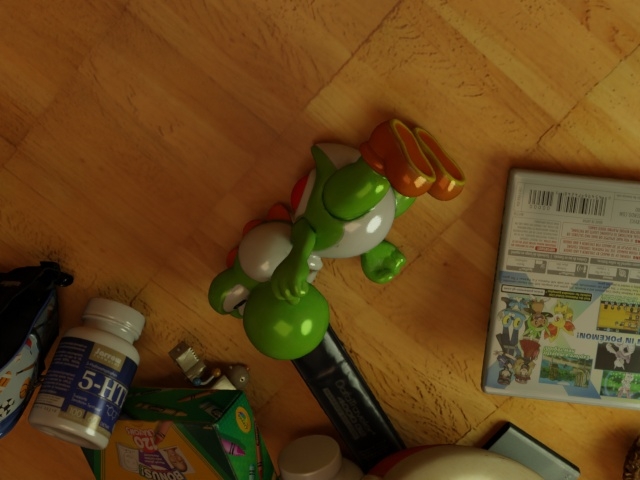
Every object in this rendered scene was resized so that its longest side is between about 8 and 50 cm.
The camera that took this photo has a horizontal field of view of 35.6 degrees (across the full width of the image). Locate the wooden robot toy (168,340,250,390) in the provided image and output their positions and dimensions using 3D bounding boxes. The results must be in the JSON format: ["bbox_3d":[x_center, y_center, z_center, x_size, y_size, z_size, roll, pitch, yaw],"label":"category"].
[{"bbox_3d":[-0.141,0.200,1.434,0.079,0.076,0.173,-42,108,-16],"label":"wooden robot toy"}]

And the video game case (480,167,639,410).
[{"bbox_3d":[0.389,0.070,1.291,0.329,0.036,0.300,6,100,2],"label":"video game case"}]

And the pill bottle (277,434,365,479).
[{"bbox_3d":[0.011,0.419,1.465,0.146,0.146,0.264,-9,114,9],"label":"pill bottle"}]

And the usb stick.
[{"bbox_3d":[0.037,0.226,1.429,0.077,0.045,0.278,-28,110,9],"label":"usb stick"}]

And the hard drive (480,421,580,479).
[{"bbox_3d":[0.299,0.334,1.468,0.135,0.022,0.094,34,113,-11],"label":"hard drive"}]

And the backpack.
[{"bbox_3d":[-0.492,0.154,1.320,0.276,0.263,0.213,3,115,3],"label":"backpack"}]

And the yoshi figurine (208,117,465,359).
[{"bbox_3d":[0.017,0.023,1.258,0.362,0.203,0.203,-39,113,23],"label":"yoshi figurine"}]

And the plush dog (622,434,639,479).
[{"bbox_3d":[0.545,0.357,1.383,0.225,0.210,0.262,-26,113,41],"label":"plush dog"}]

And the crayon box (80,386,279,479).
[{"bbox_3d":[-0.209,0.296,1.408,0.278,0.081,0.165,-4,116,33],"label":"crayon box"}]

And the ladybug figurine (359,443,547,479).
[{"bbox_3d":[0.194,0.431,1.396,0.305,0.162,0.449,-47,120,-4],"label":"ladybug figurine"}]

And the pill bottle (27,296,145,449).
[{"bbox_3d":[-0.310,0.178,1.353,0.112,0.186,0.112,15,157,6],"label":"pill bottle"}]
